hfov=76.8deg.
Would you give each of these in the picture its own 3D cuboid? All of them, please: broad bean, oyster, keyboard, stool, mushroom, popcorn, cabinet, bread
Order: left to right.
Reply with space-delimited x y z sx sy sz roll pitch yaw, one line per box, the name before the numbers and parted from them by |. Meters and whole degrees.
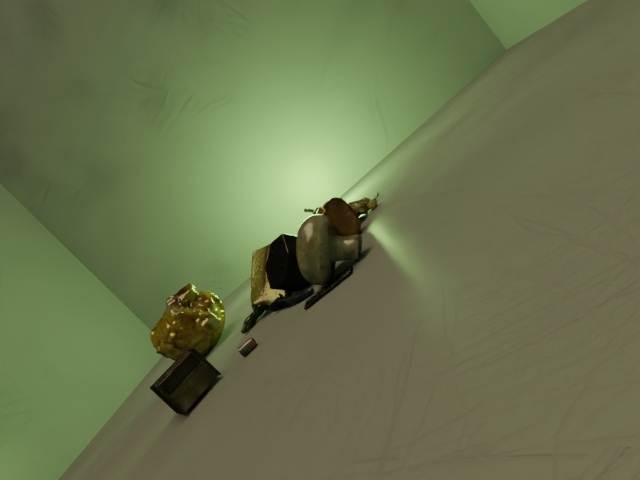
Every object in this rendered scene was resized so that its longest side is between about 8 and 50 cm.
cabinet | -0.485 0.507 1.448 0.175 0.148 0.215 -48 6 -33
popcorn | -0.668 0.446 2.105 0.354 0.344 0.390 18 -79 -52
broad bean | -0.284 0.331 1.778 0.195 0.046 0.061 -44 5 -23
bread | -0.179 0.193 1.861 0.233 0.245 0.362 -24 45 26
stool | -0.124 0.091 1.618 0.232 0.141 0.232 -27 58 57
keyboard | 0.025 0.154 1.322 0.204 0.013 0.061 -40 7 15
mushroom | 0.031 0.031 1.384 0.243 0.243 0.243 -41 8 7
bread | 0.067 -0.070 1.664 0.104 0.199 0.199 -34 12 47
oyster | 0.098 -0.131 1.918 0.351 0.115 0.238 -20 -2 -25

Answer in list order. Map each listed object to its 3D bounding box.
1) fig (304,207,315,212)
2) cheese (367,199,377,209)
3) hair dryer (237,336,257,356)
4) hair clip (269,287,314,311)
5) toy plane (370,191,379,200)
fig | 0.030 -0.125 2.230 0.230 0.143 0.160 -10 24 16
cheese | 0.243 -0.170 1.902 0.030 0.044 0.083 -56 2 31
hair dryer | -0.261 0.378 1.465 0.063 0.037 0.114 -41 0 -7
hair clip | -0.106 0.223 1.528 0.083 0.048 0.275 -45 13 -33
toy plane | 0.270 -0.209 2.047 0.084 0.024 0.078 -46 11 19
